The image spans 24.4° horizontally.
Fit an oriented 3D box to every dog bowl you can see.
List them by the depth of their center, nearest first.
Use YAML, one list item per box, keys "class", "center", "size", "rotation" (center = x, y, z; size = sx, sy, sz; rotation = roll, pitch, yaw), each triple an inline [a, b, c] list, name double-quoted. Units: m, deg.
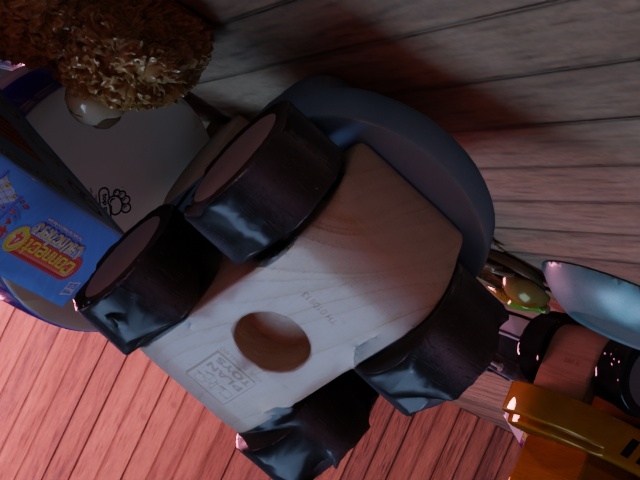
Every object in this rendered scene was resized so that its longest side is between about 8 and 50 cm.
- class: "dog bowl"
  center: [-0.235, -0.046, 1.474]
  size: [0.265, 0.265, 0.104]
  rotation: [31, 173, -39]

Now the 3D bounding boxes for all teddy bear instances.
- class: "teddy bear"
  center: [-0.253, -0.187, 1.160]
  size: [0.338, 0.113, 0.245]
  rotation: [28, 175, -20]

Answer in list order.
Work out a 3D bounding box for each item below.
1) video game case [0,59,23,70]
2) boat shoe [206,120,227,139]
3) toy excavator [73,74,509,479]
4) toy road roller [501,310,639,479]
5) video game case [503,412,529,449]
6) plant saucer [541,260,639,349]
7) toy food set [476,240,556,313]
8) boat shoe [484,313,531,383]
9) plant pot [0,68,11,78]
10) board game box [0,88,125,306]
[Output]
- class: "video game case"
  center: [-0.414, -0.238, 1.662]
  size: [0.190, 0.022, 0.173]
  rotation: [17, 169, 46]
- class: "boat shoe"
  center: [-0.104, -0.098, 1.567]
  size: [0.045, 0.050, 0.135]
  rotation: [28, 163, 0]
- class: "toy excavator"
  center: [-0.023, -0.020, 1.223]
  size: [0.222, 0.445, 0.433]
  rotation: [42, 130, -14]
- class: "toy road roller"
  center: [0.353, 0.243, 1.710]
  size: [0.329, 0.240, 0.202]
  rotation: [29, 172, -28]
- class: "video game case"
  center: [0.378, 0.275, 1.868]
  size: [0.232, 0.042, 0.210]
  rotation: [-2, -141, -21]
- class: "plant saucer"
  center: [0.307, 0.078, 1.496]
  size: [0.195, 0.037, 0.195]
  rotation: [24, 172, 4]
- class: "toy food set"
  center: [0.186, 0.038, 1.598]
  size: [0.132, 0.038, 0.192]
  rotation: [17, 170, 45]
- class: "boat shoe"
  center: [0.199, 0.142, 2.040]
  size: [0.108, 0.102, 0.301]
  rotation: [30, 171, -35]
- class: "plant pot"
  center: [-0.564, -0.160, 1.880]
  size: [0.293, 0.235, 0.293]
  rotation: [25, 172, 4]
- class: "board game box"
  center: [-0.328, -0.110, 1.206]
  size: [0.302, 0.086, 0.308]
  rotation: [47, -179, 22]
